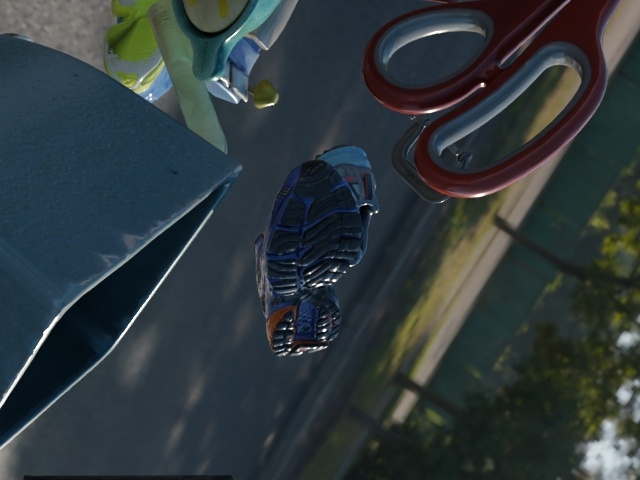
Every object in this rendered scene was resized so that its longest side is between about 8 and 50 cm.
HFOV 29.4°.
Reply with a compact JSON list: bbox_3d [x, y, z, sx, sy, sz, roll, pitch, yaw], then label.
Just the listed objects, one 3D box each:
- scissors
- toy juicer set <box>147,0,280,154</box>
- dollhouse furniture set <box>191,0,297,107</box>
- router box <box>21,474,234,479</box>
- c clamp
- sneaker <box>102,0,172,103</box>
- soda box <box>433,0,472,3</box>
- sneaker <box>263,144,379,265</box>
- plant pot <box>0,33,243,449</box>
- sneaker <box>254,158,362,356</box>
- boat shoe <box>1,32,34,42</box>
[{"bbox_3d":[0.149,-0.132,0.592,0.297,0.109,0.021,-37,150,-10],"label":"scissors"},{"bbox_3d":[-0.097,-0.246,1.028,0.089,0.209,0.329,5,122,-41],"label":"toy juicer set"},{"bbox_3d":[-0.062,-0.342,1.679,0.286,0.198,0.303,-64,155,-7],"label":"dollhouse furniture set"},{"bbox_3d":[-0.282,0.411,1.598,0.309,0.081,0.243,8,129,-36],"label":"router box"},{"bbox_3d":[0.167,-0.137,1.804,0.137,0.160,0.022,-45,144,14],"label":"c clamp"},{"bbox_3d":[-0.179,-0.253,1.344,0.126,0.091,0.240,96,12,-63],"label":"sneaker"},{"bbox_3d":[0.146,-0.265,1.157,0.263,0.092,0.083,-28,127,-68],"label":"soda box"},{"bbox_3d":[0.000,0.000,1.647,0.104,0.125,0.262,-1,137,-28],"label":"sneaker"},{"bbox_3d":[-0.260,-0.013,0.899,0.247,0.252,0.248,-51,176,35],"label":"plant pot"},{"bbox_3d":[-0.024,0.008,1.031,0.083,0.087,0.221,-11,143,-20],"label":"sneaker"},{"bbox_3d":[-0.584,-0.245,1.908,0.305,0.091,0.109,-41,148,-29],"label":"boat shoe"}]
